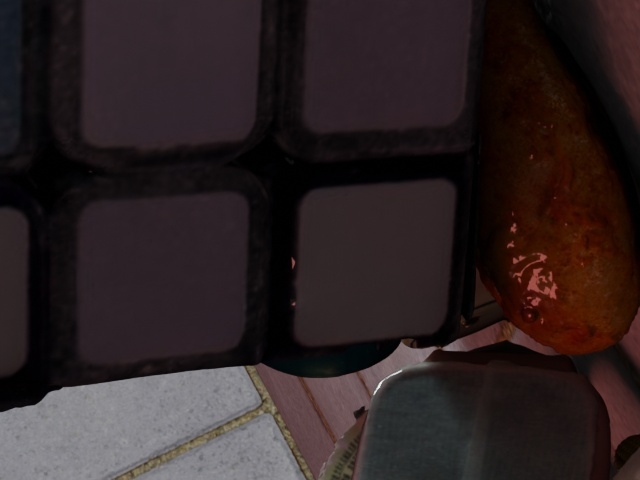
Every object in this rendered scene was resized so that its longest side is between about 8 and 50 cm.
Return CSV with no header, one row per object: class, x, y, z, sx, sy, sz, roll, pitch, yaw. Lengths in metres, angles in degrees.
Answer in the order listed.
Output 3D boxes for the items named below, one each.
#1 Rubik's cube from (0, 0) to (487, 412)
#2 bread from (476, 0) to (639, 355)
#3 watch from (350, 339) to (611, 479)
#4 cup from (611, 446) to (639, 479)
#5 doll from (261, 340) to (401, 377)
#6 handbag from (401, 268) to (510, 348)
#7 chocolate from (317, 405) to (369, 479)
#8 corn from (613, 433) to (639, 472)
Rubik's cube,-0.134,-0.142,1.006,0.359,0.362,0.363,-137,46,-64
bread,0.100,-0.063,1.024,0.269,0.095,0.139,66,164,8
watch,0.117,0.192,1.239,0.241,0.162,0.253,70,-151,-56
cup,0.236,0.139,0.670,0.234,0.186,0.258,44,133,41
doll,0.000,0.001,1.467,0.322,0.186,0.198,106,146,-73
handbag,0.050,-0.089,1.210,0.241,0.109,0.315,122,125,-78
chocolate,0.117,0.233,1.597,0.221,0.221,0.147,60,-163,20
corn,0.212,0.149,1.151,0.037,0.037,0.092,67,172,-21
